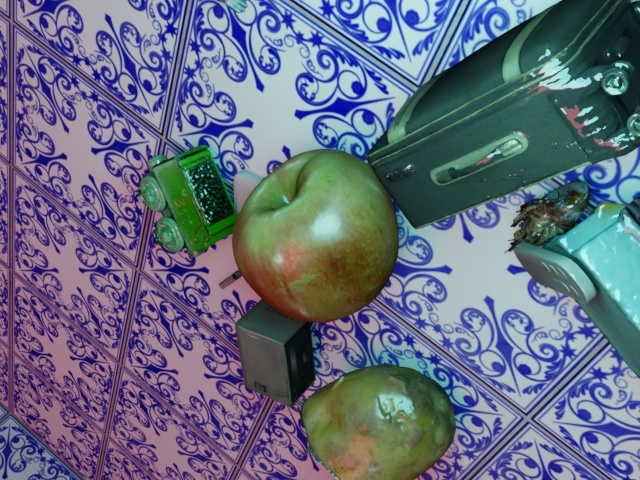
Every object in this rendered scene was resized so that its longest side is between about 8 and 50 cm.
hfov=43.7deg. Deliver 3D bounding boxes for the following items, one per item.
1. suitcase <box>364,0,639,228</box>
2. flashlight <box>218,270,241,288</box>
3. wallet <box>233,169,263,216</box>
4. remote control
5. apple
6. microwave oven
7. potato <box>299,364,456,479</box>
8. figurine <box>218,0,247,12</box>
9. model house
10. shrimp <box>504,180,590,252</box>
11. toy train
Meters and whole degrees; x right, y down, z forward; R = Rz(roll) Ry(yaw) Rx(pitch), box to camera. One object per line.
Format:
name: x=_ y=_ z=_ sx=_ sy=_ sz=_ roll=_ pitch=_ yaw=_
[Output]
suitcase: x=0.271 y=-0.180 z=1.116 sx=0.434 sy=0.283 sz=0.194 roll=-25 pitch=106 yaw=49
flashlight: x=-0.219 y=0.096 z=1.943 sx=0.018 sy=0.018 sz=0.083 roll=53 pitch=138 yaw=-3
wallet: x=-0.151 y=-0.063 z=1.753 sx=0.095 sy=0.033 sz=0.190 roll=29 pitch=135 yaw=23
remote control: x=0.355 y=0.047 z=1.226 sx=0.077 sy=0.022 sz=0.245 roll=55 pitch=179 yaw=-9
apple: x=0.000 y=0.000 z=1.468 sx=0.319 sy=0.319 sz=0.277 roll=-10 pitch=131 yaw=44
microwave oven: x=-0.099 y=0.261 z=1.884 sx=0.163 sy=0.129 sz=0.205 roll=18 pitch=131 yaw=27
potato: x=0.138 y=0.368 z=1.704 sx=0.289 sy=0.301 sz=0.237 roll=22 pitch=120 yaw=-19
figurine: x=-0.200 y=-0.526 z=1.388 sx=0.262 sy=0.121 sz=0.164 roll=26 pitch=144 yaw=0
model house: x=0.518 y=0.039 z=1.168 sx=0.280 sy=0.249 sz=0.230 roll=54 pitch=179 yaw=11
shrimp: x=0.366 y=-0.026 z=1.309 sx=0.090 sy=0.079 sz=0.233 roll=34 pitch=148 yaw=-1
toy train: x=-0.291 y=-0.085 z=1.768 sx=0.188 sy=0.132 sz=0.243 roll=-12 pitch=104 yaw=45
